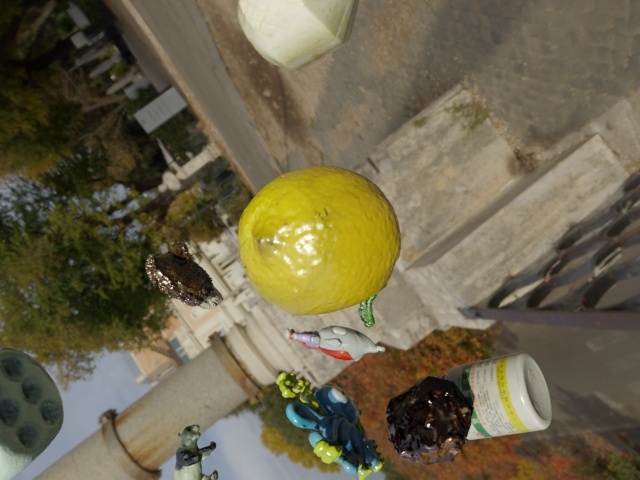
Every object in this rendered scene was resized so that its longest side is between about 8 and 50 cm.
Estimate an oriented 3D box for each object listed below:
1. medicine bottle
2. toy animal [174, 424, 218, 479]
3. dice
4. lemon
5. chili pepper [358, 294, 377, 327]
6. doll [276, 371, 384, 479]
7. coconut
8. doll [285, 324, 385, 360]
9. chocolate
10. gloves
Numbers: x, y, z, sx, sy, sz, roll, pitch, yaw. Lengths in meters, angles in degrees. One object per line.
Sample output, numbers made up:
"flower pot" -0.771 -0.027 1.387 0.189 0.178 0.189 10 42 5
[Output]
"medicine bottle" 0.452 0.453 1.554 0.208 0.340 0.208 31 -133 -41
"toy animal" -0.374 0.656 1.604 0.094 0.121 0.225 -8 -82 -60
"dice" -0.832 0.447 1.347 0.268 0.263 0.264 61 -167 -12
"lemon" -0.001 0.001 1.111 0.336 0.336 0.336 51 173 8
"chili pepper" 0.112 0.139 1.243 0.056 0.117 0.035 16 -178 -34
"doll" 0.047 0.466 1.402 0.346 0.098 0.341 38 -173 -22
"coconut" -0.028 -0.426 0.976 0.202 0.222 0.202 34 -137 -39
"doll" 0.034 0.230 1.235 0.228 0.075 0.102 5 174 17
"chocolate" 0.270 0.483 1.331 0.206 0.224 0.177 54 -167 -4
"gloves" -0.444 0.123 1.788 0.210 0.135 0.312 61 -175 18
